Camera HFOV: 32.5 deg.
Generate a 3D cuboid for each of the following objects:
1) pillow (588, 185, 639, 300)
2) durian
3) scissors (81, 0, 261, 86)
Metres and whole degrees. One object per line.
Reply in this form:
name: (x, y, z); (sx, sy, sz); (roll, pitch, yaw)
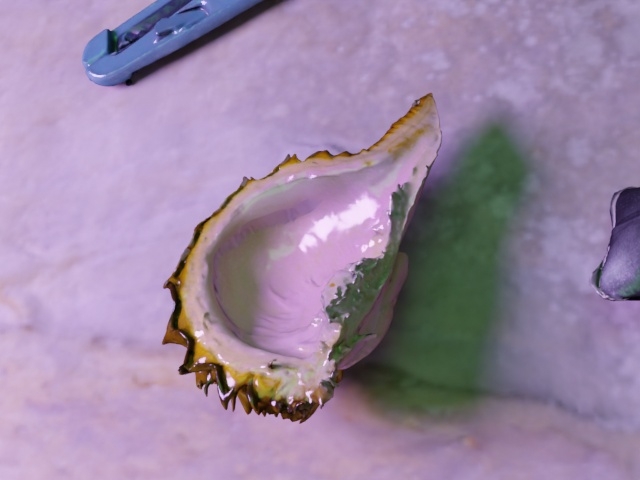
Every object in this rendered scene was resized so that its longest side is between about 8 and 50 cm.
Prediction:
pillow: (0.215, 0.005, 0.573); (0.136, 0.055, 0.091); (10, 69, 18)
durian: (0.008, 0.009, 0.625); (0.140, 0.078, 0.224); (26, 66, 36)
scissors: (0.005, -0.219, 0.740); (0.393, 0.032, 0.180); (-31, 63, 2)
